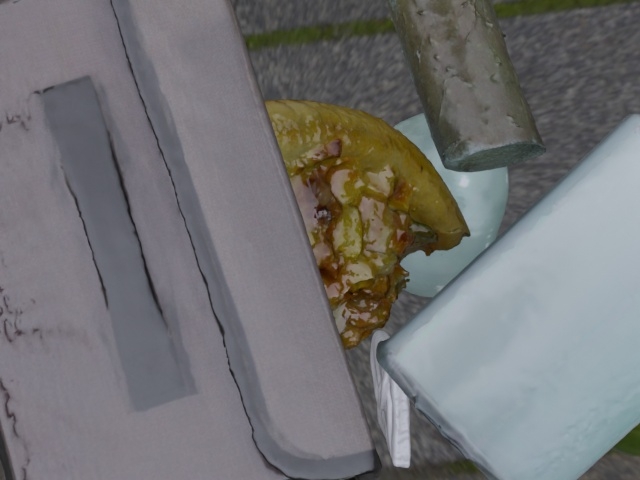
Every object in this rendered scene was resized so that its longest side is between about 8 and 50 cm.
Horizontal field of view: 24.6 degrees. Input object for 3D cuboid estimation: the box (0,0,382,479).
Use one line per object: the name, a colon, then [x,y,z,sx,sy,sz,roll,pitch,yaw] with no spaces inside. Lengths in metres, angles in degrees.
box: [-0.085,0.016,0.675,0.153,0.188,0.252,-18,78,-6]

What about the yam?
yam: [0.114,-0.184,1.293,0.093,0.093,0.259,-17,78,-2]

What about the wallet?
wallet: [0.078,0.176,1.668,0.032,0.183,0.124,-5,102,-4]

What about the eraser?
eraser: [0.210,0.061,1.189,0.290,0.104,0.189,-43,84,6]

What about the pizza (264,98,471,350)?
pizza: [-0.005,-0.033,1.182,0.258,0.087,0.268,-45,126,-28]

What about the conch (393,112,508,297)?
conch: [0.129,-0.046,1.735,0.185,0.121,0.221,-6,77,40]

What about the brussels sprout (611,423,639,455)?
brussels sprout: [0.436,0.109,1.831,0.281,0.289,0.354,-2,135,-19]
